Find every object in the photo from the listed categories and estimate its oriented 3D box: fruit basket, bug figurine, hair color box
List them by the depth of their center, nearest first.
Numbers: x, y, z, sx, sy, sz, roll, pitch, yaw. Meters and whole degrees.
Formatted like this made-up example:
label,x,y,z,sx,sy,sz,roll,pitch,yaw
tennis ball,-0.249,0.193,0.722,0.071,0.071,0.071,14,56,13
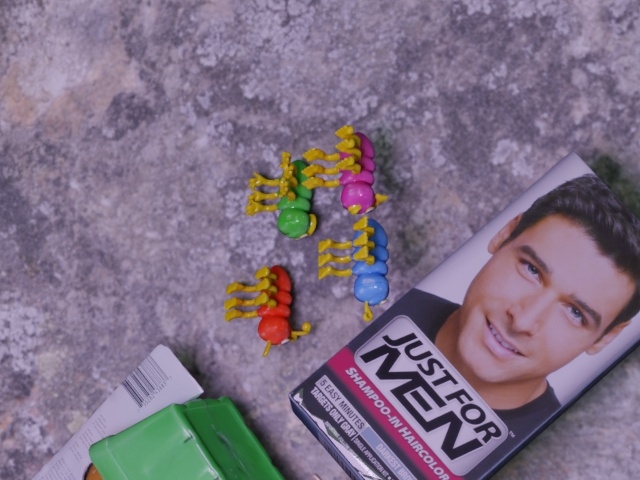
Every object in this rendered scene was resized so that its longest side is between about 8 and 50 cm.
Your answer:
label,x,y,z,sx,sy,sz,roll,pitch,yaw
hair color box,0.169,0.107,1.719,0.374,0.113,0.185,-40,77,-9
bug figurine,0.000,0.000,1.801,0.279,0.072,0.216,-25,59,55
fruit basket,-0.176,0.340,1.857,0.353,0.165,0.327,-49,67,30

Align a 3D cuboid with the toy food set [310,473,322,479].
label,x,y,z,sx,sy,sz,roll,pitch,yaw
toy food set,-0.034,0.311,1.867,0.122,0.019,0.078,-44,77,9
